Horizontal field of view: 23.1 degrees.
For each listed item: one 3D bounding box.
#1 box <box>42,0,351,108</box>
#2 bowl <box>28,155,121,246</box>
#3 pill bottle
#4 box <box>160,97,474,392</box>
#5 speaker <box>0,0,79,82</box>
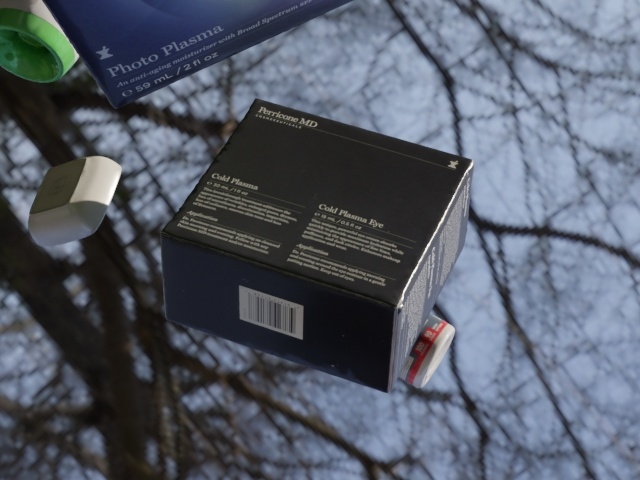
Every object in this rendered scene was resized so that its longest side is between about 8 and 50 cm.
[{"bbox_3d":[-0.123,-0.307,1.366,0.296,0.294,0.183,-25,-120,2],"label":"box"},{"bbox_3d":[-0.376,-0.066,2.345,0.142,0.053,0.142,-12,-133,38],"label":"bowl"},{"bbox_3d":[0.100,0.133,2.351,0.108,0.180,0.108,-56,168,-19],"label":"pill bottle"},{"bbox_3d":[0.000,0.000,2.173,0.343,0.179,0.312,18,-133,15],"label":"box"},{"bbox_3d":[-0.314,-0.346,1.970,0.131,0.131,0.297,-11,-132,44],"label":"speaker"}]
